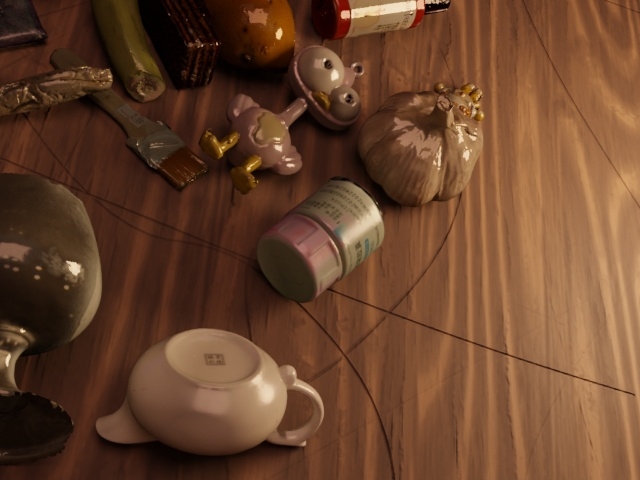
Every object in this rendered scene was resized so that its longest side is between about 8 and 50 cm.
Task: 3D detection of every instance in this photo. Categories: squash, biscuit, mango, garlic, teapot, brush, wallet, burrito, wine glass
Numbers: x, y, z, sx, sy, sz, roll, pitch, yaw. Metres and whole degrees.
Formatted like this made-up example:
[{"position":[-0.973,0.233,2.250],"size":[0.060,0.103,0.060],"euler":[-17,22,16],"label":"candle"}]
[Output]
[{"position":[-0.331,-0.351,1.539],"size":[0.083,0.083,0.250],"euler":[-11,63,-24],"label":"squash"},{"position":[-0.255,-0.387,1.571],"size":[0.070,0.106,0.252],"euler":[-15,63,-28],"label":"biscuit"},{"position":[-0.134,-0.404,1.606],"size":[0.166,0.136,0.236],"euler":[-1,54,-18],"label":"mango"},{"position":[0.184,-0.178,1.512],"size":[0.219,0.212,0.218],"euler":[6,61,-12],"label":"garlic"},{"position":[-0.137,0.208,1.191],"size":[0.298,0.139,0.204],"euler":[8,23,-10],"label":"teapot"},{"position":[-0.322,-0.207,1.481],"size":[0.336,0.020,0.085],"euler":[41,54,11],"label":"brush"},{"position":[-0.550,-0.359,1.504],"size":[0.166,0.030,0.111],"euler":[-17,69,-25],"label":"wallet"},{"position":[-0.442,-0.234,1.429],"size":[0.230,0.063,0.058],"euler":[-21,105,-14],"label":"burrito"},{"position":[-0.393,0.089,1.134],"size":[0.238,0.238,0.323],"euler":[8,53,-13],"label":"wine glass"}]

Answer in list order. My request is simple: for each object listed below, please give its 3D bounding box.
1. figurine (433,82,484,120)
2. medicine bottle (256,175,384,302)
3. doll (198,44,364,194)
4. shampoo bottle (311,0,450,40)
[{"position":[0.251,-0.255,1.680],"size":[0.101,0.068,0.143],"euler":[21,41,-8],"label":"figurine"},{"position":[0.000,0.000,1.377],"size":[0.135,0.135,0.168],"euler":[44,55,13],"label":"medicine bottle"},{"position":[-0.047,-0.212,1.526],"size":[0.160,0.094,0.365],"euler":[49,58,-1],"label":"doll"},{"position":[0.125,-0.453,1.742],"size":[0.278,0.104,0.104],"euler":[-15,63,-26],"label":"shampoo bottle"}]
